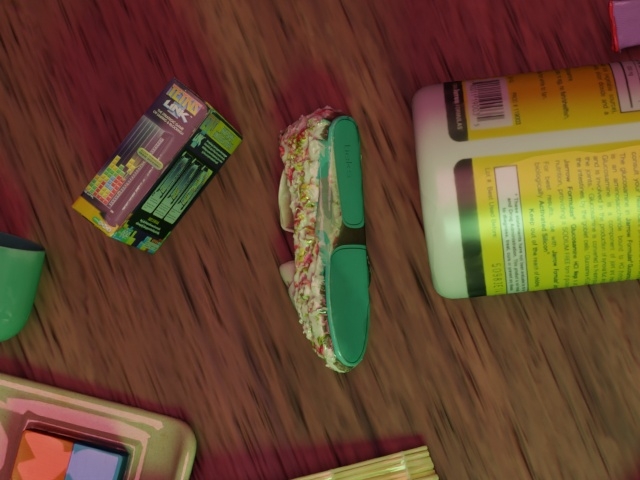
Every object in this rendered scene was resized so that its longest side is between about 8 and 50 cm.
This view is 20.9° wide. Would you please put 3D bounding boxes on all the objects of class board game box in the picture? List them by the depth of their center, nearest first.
[{"bbox_3d":[-0.140,-0.062,1.529,0.048,0.170,0.141,37,89,8],"label":"board game box"}]

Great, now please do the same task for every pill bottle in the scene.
[{"bbox_3d":[0.252,-0.058,1.483,0.334,0.188,0.188,-6,85,5],"label":"pill bottle"}]

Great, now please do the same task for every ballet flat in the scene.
[{"bbox_3d":[0.000,0.000,1.567,0.077,0.091,0.241,-6,80,35],"label":"ballet flat"}]

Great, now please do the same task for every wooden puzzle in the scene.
[{"bbox_3d":[-0.314,0.281,1.566,0.347,0.080,0.322,14,88,6],"label":"wooden puzzle"}]

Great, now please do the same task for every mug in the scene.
[{"bbox_3d":[-0.324,0.038,1.571,0.129,0.158,0.097,13,93,-17],"label":"mug"}]

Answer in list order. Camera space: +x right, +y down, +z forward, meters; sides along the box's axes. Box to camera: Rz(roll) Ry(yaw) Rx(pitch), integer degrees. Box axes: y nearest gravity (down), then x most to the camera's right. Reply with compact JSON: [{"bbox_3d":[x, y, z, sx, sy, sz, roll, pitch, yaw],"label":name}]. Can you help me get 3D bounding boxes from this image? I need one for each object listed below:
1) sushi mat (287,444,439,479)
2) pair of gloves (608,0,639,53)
[{"bbox_3d":[-0.033,0.290,1.537,0.316,0.019,0.151,-13,83,-9],"label":"sushi mat"},{"bbox_3d":[0.327,-0.241,1.531,0.159,0.023,0.198,-8,108,-8],"label":"pair of gloves"}]
